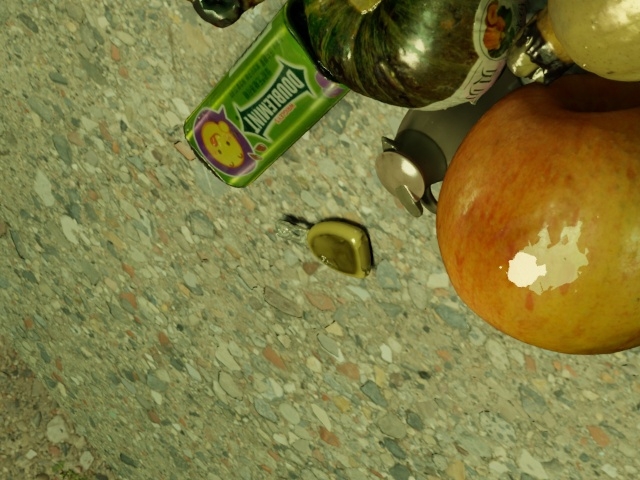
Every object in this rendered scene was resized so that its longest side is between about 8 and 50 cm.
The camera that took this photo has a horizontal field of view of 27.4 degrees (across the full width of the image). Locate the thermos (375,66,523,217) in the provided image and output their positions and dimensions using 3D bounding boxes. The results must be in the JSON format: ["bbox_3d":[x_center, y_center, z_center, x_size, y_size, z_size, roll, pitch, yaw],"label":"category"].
[{"bbox_3d":[0.146,-0.105,1.474,0.105,0.193,0.137,-5,122,48],"label":"thermos"}]

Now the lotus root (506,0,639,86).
[{"bbox_3d":[0.291,-0.230,1.193,0.183,0.183,0.310,53,142,-9],"label":"lotus root"}]

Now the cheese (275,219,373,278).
[{"bbox_3d":[0.001,0.000,1.883,0.162,0.036,0.086,19,137,34],"label":"cheese"}]

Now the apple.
[{"bbox_3d":[0.270,-0.036,1.337,0.299,0.299,0.275,27,127,26],"label":"apple"}]

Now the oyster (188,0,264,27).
[{"bbox_3d":[-0.064,-0.357,1.488,0.361,0.096,0.221,-18,145,37],"label":"oyster"}]

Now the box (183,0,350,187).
[{"bbox_3d":[-0.062,-0.188,1.701,0.134,0.097,0.345,49,146,-3],"label":"box"}]

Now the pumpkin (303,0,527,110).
[{"bbox_3d":[0.105,-0.263,1.374,0.260,0.189,0.260,5,97,42],"label":"pumpkin"}]
